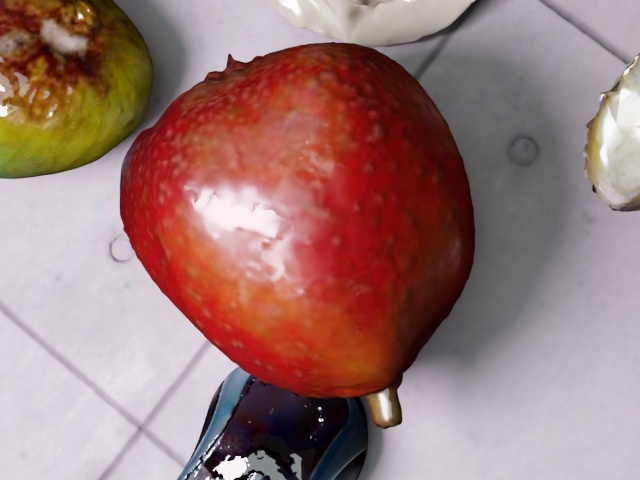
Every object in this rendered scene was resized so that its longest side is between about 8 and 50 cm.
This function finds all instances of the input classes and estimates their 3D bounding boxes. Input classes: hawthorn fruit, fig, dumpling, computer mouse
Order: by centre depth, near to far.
[{"bbox_3d":[0.000,0.000,1.160,0.265,0.265,0.307,-24,83,9],"label":"hawthorn fruit"},{"bbox_3d":[-0.051,0.205,1.231,0.137,0.096,0.233,23,89,12],"label":"computer mouse"},{"bbox_3d":[0.036,-0.241,1.247,0.216,0.126,0.166,-11,104,-4],"label":"dumpling"},{"bbox_3d":[-0.246,-0.133,1.268,0.191,0.181,0.181,-32,79,32],"label":"fig"}]

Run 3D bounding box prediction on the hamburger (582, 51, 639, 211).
[{"bbox_3d":[0.353,-0.105,1.081,0.318,0.277,0.195,-42,82,13],"label":"hamburger"}]
